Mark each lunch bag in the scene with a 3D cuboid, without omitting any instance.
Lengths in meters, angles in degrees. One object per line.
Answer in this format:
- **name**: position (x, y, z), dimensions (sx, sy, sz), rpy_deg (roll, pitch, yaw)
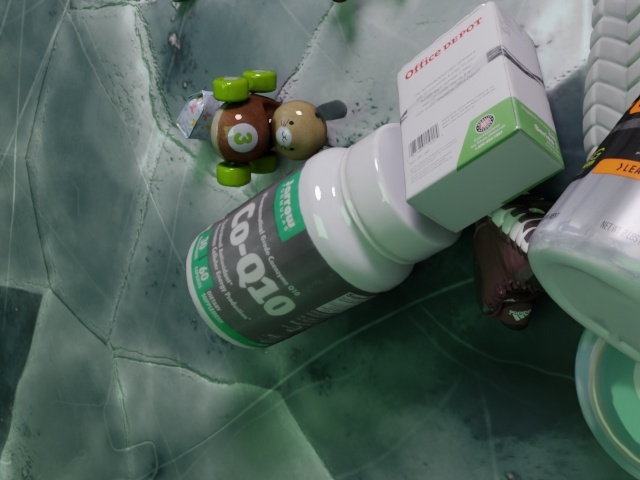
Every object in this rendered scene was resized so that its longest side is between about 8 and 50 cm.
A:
- **lunch bag**: position (-0.183, -0.207, 1.302), dimensions (0.053, 0.071, 0.083), rpy_deg (55, 126, 26)

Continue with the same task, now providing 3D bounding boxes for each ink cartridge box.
- **ink cartridge box**: position (0.179, -0.146, 0.940), dimensions (0.160, 0.093, 0.219), rpy_deg (-33, 41, 37)

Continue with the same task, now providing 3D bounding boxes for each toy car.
- **toy car**: position (-0.049, -0.157, 1.165), dimensions (0.188, 0.149, 0.155), rpy_deg (11, 114, 26)

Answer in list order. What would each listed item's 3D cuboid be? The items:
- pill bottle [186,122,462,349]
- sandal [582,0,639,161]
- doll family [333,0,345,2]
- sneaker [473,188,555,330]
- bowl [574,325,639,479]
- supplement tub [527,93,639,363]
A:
- **pill bottle**: position (0.000, 0.000, 1.089), dimensions (0.361, 0.204, 0.204), rpy_deg (-31, 75, 37)
- **sandal**: position (0.354, -0.236, 0.838), dimensions (0.102, 0.169, 0.416), rpy_deg (1, 96, -1)
- **doll family**: position (0.068, -0.396, 1.083), dimensions (0.193, 0.076, 0.111), rpy_deg (-15, 89, 44)
- **sneaker**: position (0.253, 0.047, 0.915), dimensions (0.281, 0.107, 0.162), rpy_deg (-119, 27, -66)
- **bowl**: position (0.388, 0.139, 0.815), dimensions (0.312, 0.163, 0.311), rpy_deg (5, 99, 38)
- **supplement tub**: position (0.352, -0.060, 0.676), dimensions (0.207, 0.207, 0.338), rpy_deg (34, 80, 32)
